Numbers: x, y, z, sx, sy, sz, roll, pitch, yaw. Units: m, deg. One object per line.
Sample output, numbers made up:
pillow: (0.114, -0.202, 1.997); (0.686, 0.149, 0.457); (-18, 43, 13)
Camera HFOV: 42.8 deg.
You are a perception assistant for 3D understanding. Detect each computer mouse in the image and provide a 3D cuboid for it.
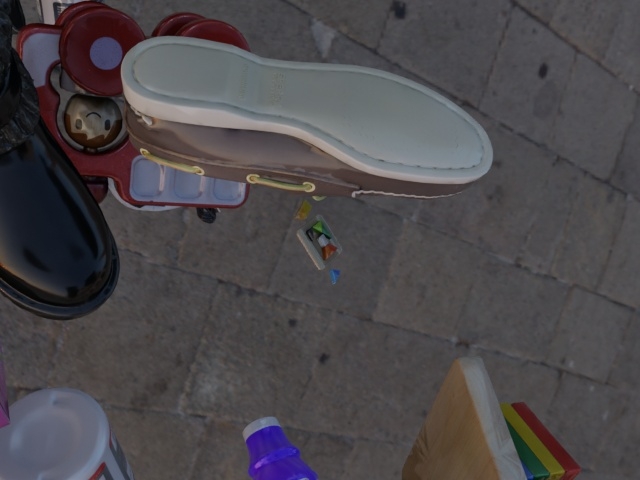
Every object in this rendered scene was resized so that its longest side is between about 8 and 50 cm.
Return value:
computer mouse: (-0.251, -0.070, 1.270); (0.193, 0.106, 0.042); (8, 125, -41)

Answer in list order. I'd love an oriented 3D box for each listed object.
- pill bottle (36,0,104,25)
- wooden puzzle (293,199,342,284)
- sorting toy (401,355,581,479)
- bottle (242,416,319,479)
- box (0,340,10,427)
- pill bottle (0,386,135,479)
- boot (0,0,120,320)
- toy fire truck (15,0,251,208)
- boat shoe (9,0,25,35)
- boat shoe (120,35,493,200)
pill bottle: (-0.407, -0.389, 1.333); (0.108, 0.108, 0.180); (-24, 143, -30)
wooden puzzle: (0.000, 0.000, 1.182); (0.116, 0.014, 0.078); (54, 34, -11)
sorting toy: (0.173, 0.276, 0.759); (0.089, 0.256, 0.257); (-5, 142, -13)
bottle: (-0.051, 0.425, 1.336); (0.118, 0.283, 0.092); (-28, 145, 0)
box: (-0.480, 0.147, 0.916); (0.213, 0.243, 0.117); (-23, 117, -16)
pill bottle: (-0.359, 0.348, 1.183); (0.161, 0.161, 0.283); (-35, 148, -25)
boot: (-0.285, -0.092, 0.720); (0.131, 0.260, 0.348); (-36, 94, -27)
toy fire truck: (-0.226, -0.162, 1.035); (0.302, 0.169, 0.254); (0, 108, -23)
boat shoe: (-0.500, -0.426, 1.257); (0.084, 0.079, 0.233); (-75, 160, -55)
boat shoe: (-0.014, -0.091, 0.726); (0.324, 0.117, 0.097); (11, 142, -5)
